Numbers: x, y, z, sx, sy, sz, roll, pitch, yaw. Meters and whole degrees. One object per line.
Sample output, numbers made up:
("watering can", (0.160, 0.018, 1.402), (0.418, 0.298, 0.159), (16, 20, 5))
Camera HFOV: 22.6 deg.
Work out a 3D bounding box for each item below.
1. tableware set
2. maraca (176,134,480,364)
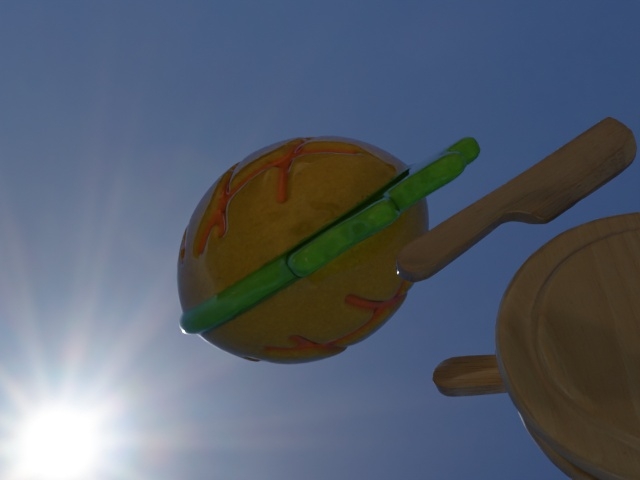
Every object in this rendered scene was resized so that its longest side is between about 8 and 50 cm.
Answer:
("tableware set", (0.125, 0.008, 0.410), (0.194, 0.039, 0.128), (-31, -126, -25))
("maraca", (0.000, 0.000, 0.714), (0.127, 0.099, 0.186), (-38, -175, -29))
